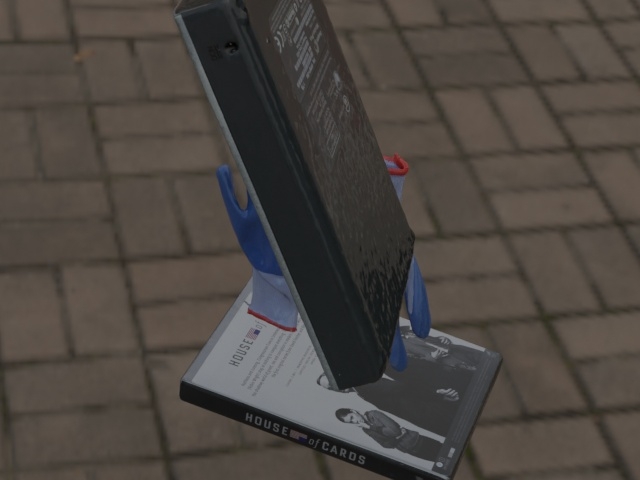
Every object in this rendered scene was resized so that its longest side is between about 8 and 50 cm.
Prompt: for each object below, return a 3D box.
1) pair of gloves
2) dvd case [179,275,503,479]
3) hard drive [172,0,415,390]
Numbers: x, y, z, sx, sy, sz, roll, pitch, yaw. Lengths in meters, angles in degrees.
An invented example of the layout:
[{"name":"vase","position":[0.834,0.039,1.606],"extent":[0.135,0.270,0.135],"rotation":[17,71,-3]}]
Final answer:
[{"name":"pair of gloves","position":[0.000,0.000,1.120],"extent":[0.198,0.159,0.023],"rotation":[20,29,41]},{"name":"dvd case","position":[0.022,0.117,1.401],"extent":[0.239,0.029,0.179],"rotation":[19,37,11]},{"name":"hard drive","position":[-0.003,-0.032,0.531],"extent":[0.022,0.135,0.094],"rotation":[-15,24,17]}]
